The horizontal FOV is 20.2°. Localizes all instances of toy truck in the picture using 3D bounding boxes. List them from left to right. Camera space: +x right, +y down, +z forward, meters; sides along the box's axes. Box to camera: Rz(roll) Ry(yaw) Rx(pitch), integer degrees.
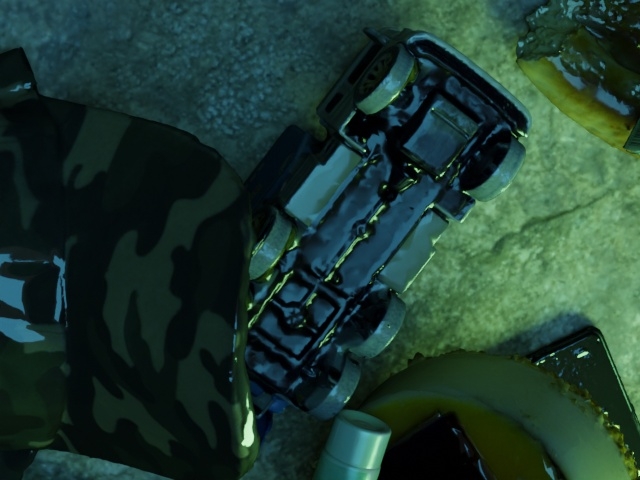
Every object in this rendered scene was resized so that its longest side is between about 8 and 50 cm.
[{"bbox_3d":[0.000,0.000,1.426,0.146,0.175,0.367,37,96,-20],"label":"toy truck"}]

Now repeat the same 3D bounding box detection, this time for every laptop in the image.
[{"bbox_3d":[0.217,0.195,1.602,0.154,0.026,0.207,-24,108,-3],"label":"laptop"}]

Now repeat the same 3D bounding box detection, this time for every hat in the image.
[{"bbox_3d":[-0.225,0.055,1.331,0.257,0.381,0.366,-11,106,-28],"label":"hat"}]

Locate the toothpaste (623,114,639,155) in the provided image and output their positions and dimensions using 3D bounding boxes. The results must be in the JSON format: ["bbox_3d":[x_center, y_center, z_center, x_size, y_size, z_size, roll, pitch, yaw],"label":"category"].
[{"bbox_3d":[0.306,-0.136,1.473,0.046,0.034,0.164,28,88,-16],"label":"toothpaste"}]

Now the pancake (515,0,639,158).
[{"bbox_3d":[0.322,-0.174,1.506,0.266,0.057,0.244,32,96,-17],"label":"pancake"}]

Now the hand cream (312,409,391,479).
[{"bbox_3d":[0.008,0.221,1.411,0.047,0.076,0.174,10,104,-32],"label":"hand cream"}]

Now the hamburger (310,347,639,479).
[{"bbox_3d":[0.124,0.230,1.487,0.294,0.179,0.276,-38,82,22],"label":"hamburger"}]
